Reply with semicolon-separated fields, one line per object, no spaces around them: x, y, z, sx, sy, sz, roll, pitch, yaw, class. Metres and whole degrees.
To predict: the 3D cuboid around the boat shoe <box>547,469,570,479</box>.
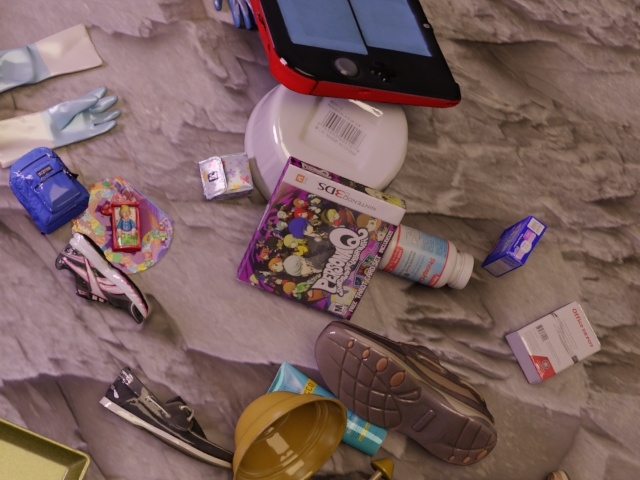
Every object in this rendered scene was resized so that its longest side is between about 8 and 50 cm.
0.391;0.486;2.050;0.072;0.068;0.189;3;75;-4;boat shoe

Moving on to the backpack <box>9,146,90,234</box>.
-0.437;-0.091;1.929;0.098;0.101;0.120;-35;80;-26;backpack

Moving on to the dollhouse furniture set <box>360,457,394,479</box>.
0.237;0.452;1.890;0.198;0.286;0.303;-41;102;-22;dollhouse furniture set

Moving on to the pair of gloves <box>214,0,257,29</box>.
-0.107;-0.466;2.173;0.198;0.023;0.159;-17;81;-21;pair of gloves

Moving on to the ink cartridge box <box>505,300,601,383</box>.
0.414;0.181;2.140;0.135;0.056;0.099;-24;84;-21;ink cartridge box

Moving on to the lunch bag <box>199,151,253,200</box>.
-0.160;-0.107;2.044;0.083;0.053;0.071;-8;77;-10;lunch bag

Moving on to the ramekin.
0.017;-0.173;2.072;0.277;0.135;0.277;4;75;-16;ramekin

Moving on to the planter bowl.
-0.069;0.305;1.914;0.217;0.217;0.090;-29;52;-22;planter bowl

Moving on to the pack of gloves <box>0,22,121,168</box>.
-0.454;-0.249;1.988;0.232;0.046;0.195;-23;85;-25;pack of gloves

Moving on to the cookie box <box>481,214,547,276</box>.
0.344;0.011;2.137;0.040;0.107;0.092;38;69;-6;cookie box

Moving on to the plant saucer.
-0.471;0.380;1.821;0.188;0.045;0.188;25;70;-9;plant saucer

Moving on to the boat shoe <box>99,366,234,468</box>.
-0.230;0.285;1.899;0.233;0.084;0.079;32;73;-5;boat shoe

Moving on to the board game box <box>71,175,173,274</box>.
-0.325;-0.028;1.982;0.169;0.033;0.133;41;68;-3;board game box

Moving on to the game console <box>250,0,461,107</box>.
0.045;-0.384;2.080;0.342;0.060;0.386;2;49;-22;game console

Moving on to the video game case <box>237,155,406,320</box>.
0.000;0.000;1.992;0.210;0.042;0.232;22;114;-11;video game case

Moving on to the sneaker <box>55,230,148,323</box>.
-0.353;0.072;1.939;0.077;0.072;0.178;-43;92;0;sneaker

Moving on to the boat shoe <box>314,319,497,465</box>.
0.139;0.241;2.009;0.355;0.132;0.130;37;27;-15;boat shoe

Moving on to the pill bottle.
0.180;0.031;2.092;0.160;0.087;0.087;19;71;-11;pill bottle

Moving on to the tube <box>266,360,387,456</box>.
0.010;0.285;1.997;0.207;0.052;0.080;30;66;-2;tube
